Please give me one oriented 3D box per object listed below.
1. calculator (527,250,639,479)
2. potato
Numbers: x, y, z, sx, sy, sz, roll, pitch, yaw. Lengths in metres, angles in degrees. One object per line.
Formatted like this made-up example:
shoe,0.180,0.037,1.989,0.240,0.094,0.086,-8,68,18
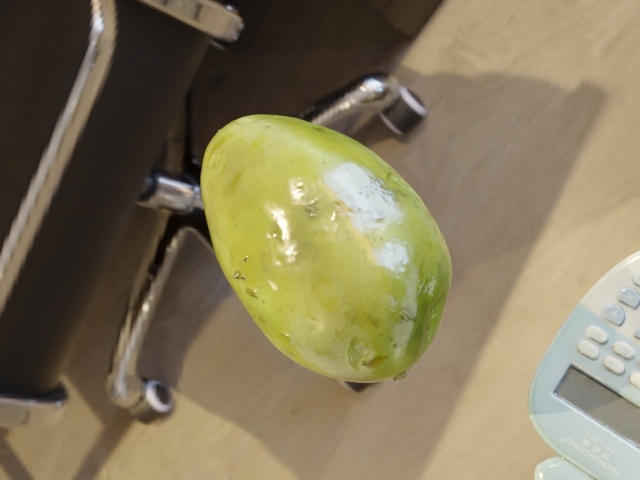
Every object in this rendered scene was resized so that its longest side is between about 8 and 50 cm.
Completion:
calculator,0.316,0.144,1.153,0.188,0.042,0.302,33,94,17
potato,0.002,0.000,1.137,0.216,0.216,0.304,-46,51,17
